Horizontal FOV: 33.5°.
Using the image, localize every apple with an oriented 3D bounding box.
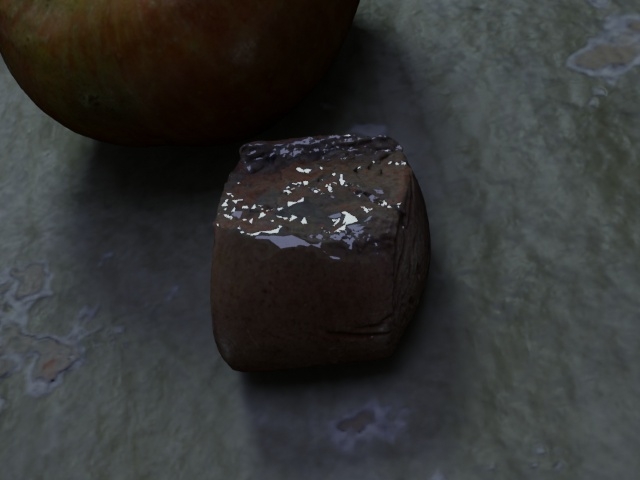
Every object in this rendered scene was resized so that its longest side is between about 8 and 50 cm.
[{"bbox_3d":[-0.097,-0.207,0.836,0.309,0.250,0.277,-46,67,5],"label":"apple"}]

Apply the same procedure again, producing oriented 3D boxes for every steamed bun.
[{"bbox_3d":[0.000,0.000,0.712,0.145,0.106,0.175,-6,48,11],"label":"steamed bun"}]
